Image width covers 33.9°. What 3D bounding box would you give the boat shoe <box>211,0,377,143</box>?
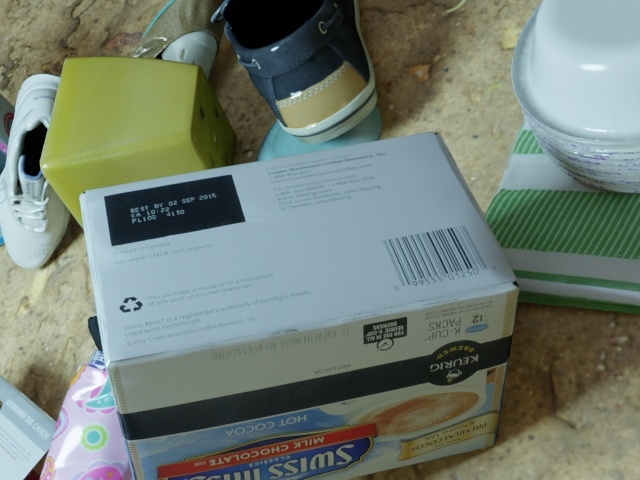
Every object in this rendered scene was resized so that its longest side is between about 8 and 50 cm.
[{"bbox_3d":[-0.046,-0.310,1.437,0.187,0.156,0.500,-30,33,9],"label":"boat shoe"}]

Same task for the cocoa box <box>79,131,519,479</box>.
[{"bbox_3d":[-0.024,0.076,0.978,0.347,0.228,0.231,-10,43,-9],"label":"cocoa box"}]

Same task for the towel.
[{"bbox_3d":[0.303,-0.070,1.096,0.248,0.038,0.324,5,58,37],"label":"towel"}]

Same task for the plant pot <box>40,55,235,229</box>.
[{"bbox_3d":[-0.227,-0.122,1.416,0.187,0.212,0.212,-10,50,13],"label":"plant pot"}]

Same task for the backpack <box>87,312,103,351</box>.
[{"bbox_3d":[-0.173,0.102,1.192,0.152,0.182,0.115,4,59,39],"label":"backpack"}]

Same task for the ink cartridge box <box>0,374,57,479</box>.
[{"bbox_3d":[-0.424,0.301,1.252,0.309,0.130,0.272,24,71,45],"label":"ink cartridge box"}]

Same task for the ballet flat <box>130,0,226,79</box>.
[{"bbox_3d":[-0.246,-0.237,1.580,0.342,0.116,0.124,-41,55,9],"label":"ballet flat"}]

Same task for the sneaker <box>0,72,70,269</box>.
[{"bbox_3d":[-0.404,-0.080,1.463,0.111,0.297,0.129,8,31,-8],"label":"sneaker"}]

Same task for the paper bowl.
[{"bbox_3d":[0.329,-0.198,1.053,0.284,0.148,0.284,-19,47,21],"label":"paper bowl"}]

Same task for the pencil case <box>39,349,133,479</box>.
[{"bbox_3d":[-0.234,0.267,1.108,0.124,0.124,0.284,3,70,38],"label":"pencil case"}]

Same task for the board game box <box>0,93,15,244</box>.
[{"bbox_3d":[-0.549,-0.125,1.565,0.224,0.303,0.097,-26,43,18],"label":"board game box"}]

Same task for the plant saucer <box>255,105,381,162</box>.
[{"bbox_3d":[-0.014,-0.132,1.377,0.195,0.037,0.195,-20,47,23],"label":"plant saucer"}]
